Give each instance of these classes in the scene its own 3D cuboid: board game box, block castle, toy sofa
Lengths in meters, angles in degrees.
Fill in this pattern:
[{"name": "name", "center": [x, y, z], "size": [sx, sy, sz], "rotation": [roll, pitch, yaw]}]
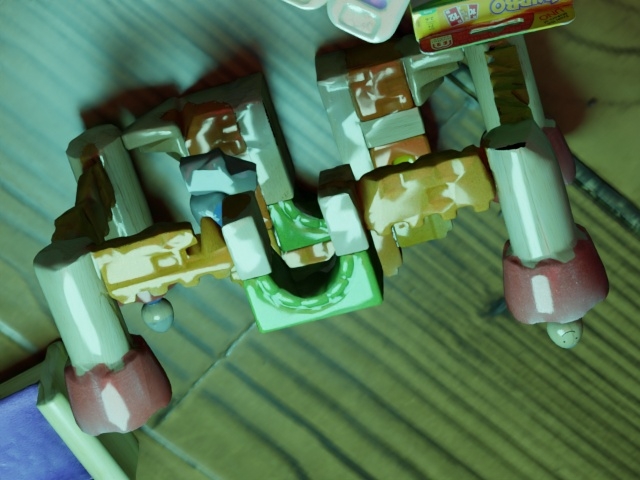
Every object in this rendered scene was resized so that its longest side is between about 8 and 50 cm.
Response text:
[{"name": "board game box", "center": [0.124, -0.241, 1.569], "size": [0.124, 0.259, 0.039], "rotation": [-13, 131, 5]}, {"name": "block castle", "center": [0.000, 0.000, 1.668], "size": [0.453, 0.303, 0.212], "rotation": [-15, 117, 7]}, {"name": "toy sofa", "center": [-0.359, 0.264, 1.865], "size": [0.363, 0.177, 0.150], "rotation": [-27, 115, 13]}]

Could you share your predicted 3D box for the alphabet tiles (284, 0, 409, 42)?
[{"name": "alphabet tiles", "center": [0.031, -0.300, 1.439], "size": [0.284, 0.021, 0.278], "rotation": [25, 104, -3]}]
